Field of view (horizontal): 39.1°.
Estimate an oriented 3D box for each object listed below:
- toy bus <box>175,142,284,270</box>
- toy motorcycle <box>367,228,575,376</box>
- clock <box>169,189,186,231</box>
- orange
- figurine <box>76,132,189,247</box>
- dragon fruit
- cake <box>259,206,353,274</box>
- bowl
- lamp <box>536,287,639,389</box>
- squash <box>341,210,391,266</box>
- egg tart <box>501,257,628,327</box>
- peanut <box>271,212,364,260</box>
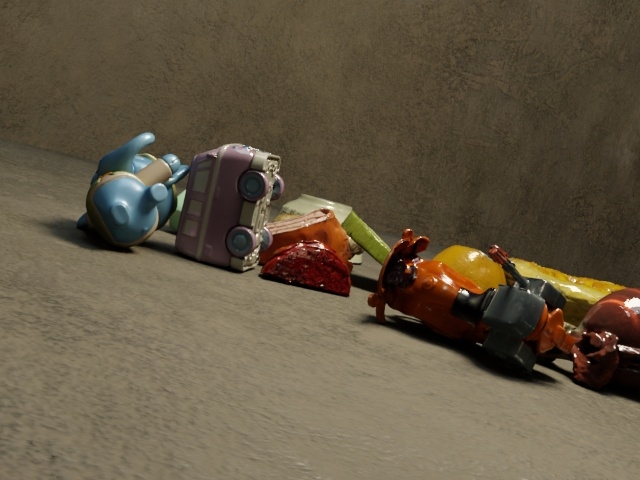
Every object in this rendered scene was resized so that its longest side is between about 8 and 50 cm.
[{"bbox_3d":[-0.150,-0.061,1.499,0.142,0.202,0.142,14,4,10],"label":"toy bus"},{"bbox_3d":[0.201,0.088,1.308,0.326,0.147,0.221,12,-22,50],"label":"toy motorcycle"},{"bbox_3d":[-0.197,-0.062,1.780,0.148,0.060,0.188,20,33,15],"label":"clock"},{"bbox_3d":[0.272,0.077,1.670,0.157,0.134,0.156,28,16,-8],"label":"orange"},{"bbox_3d":[-0.292,-0.073,1.431,0.154,0.180,0.262,34,-9,-18],"label":"figurine"},{"bbox_3d":[-0.028,0.035,1.526,0.162,0.083,0.106,11,4,-20],"label":"dragon fruit"},{"bbox_3d":[-0.078,-0.002,1.650,0.287,0.135,0.098,5,22,-17],"label":"cake"},{"bbox_3d":[-0.002,-0.034,2.116,0.238,0.126,0.238,14,4,-1],"label":"bowl"},{"bbox_3d":[0.440,0.141,1.352,0.223,0.151,0.215,11,2,-25],"label":"lamp"},{"bbox_3d":[0.128,0.029,1.755,0.219,0.041,0.219,42,4,-3],"label":"squash"},{"bbox_3d":[0.481,0.127,1.734,0.341,0.132,0.341,15,4,-1],"label":"egg tart"},{"bbox_3d":[-0.001,0.000,1.850,0.228,0.104,0.086,14,-1,-34],"label":"peanut"}]
